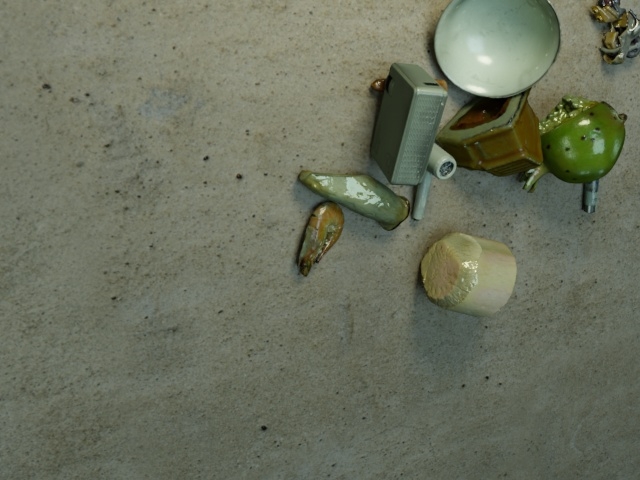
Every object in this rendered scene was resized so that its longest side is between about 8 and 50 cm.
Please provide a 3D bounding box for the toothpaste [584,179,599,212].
[{"bbox_3d":[0.867,-0.205,2.155,0.062,0.039,0.239,-10,111,-15],"label":"toothpaste"}]

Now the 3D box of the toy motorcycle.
[{"bbox_3d":[0.855,-0.606,1.963,0.130,0.094,0.229,-45,117,-3],"label":"toy motorcycle"}]

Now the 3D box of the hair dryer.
[{"bbox_3d":[0.287,-0.149,1.849,0.073,0.131,0.237,-7,126,-27],"label":"hair dryer"}]

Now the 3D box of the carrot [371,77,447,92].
[{"bbox_3d":[0.227,-0.396,1.756,0.209,0.061,0.061,0,109,-22],"label":"carrot"}]

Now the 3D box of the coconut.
[{"bbox_3d":[0.437,0.101,1.952,0.244,0.239,0.239,11,104,-27],"label":"coconut"}]

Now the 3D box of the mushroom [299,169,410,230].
[{"bbox_3d":[0.100,-0.124,1.777,0.333,0.087,0.107,26,97,-29],"label":"mushroom"}]

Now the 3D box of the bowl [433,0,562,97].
[{"bbox_3d":[0.456,-0.538,1.737,0.313,0.146,0.314,10,133,11],"label":"bowl"}]

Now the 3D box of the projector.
[{"bbox_3d":[0.216,-0.288,1.676,0.099,0.192,0.257,0,123,-18],"label":"projector"}]

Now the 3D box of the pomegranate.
[{"bbox_3d":[0.714,-0.266,1.944,0.260,0.261,0.340,32,118,-32],"label":"pomegranate"}]

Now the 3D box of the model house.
[{"bbox_3d":[0.485,-0.272,1.873,0.267,0.174,0.239,-15,133,27],"label":"model house"}]

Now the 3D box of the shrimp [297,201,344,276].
[{"bbox_3d":[0.001,0.001,1.796,0.115,0.051,0.217,18,98,-33],"label":"shrimp"}]
